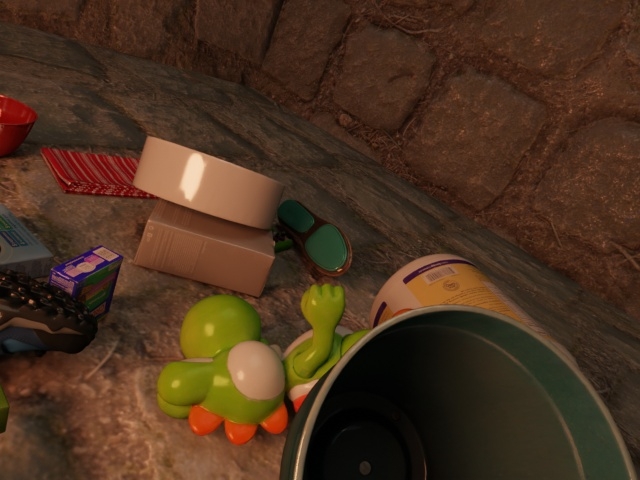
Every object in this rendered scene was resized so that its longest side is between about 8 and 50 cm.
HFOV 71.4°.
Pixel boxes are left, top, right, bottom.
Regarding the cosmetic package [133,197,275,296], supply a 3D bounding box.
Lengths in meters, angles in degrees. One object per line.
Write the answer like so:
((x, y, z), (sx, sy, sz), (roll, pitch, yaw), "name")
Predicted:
((-0.212, 0.011, 0.854), (0.237, 0.107, 0.127), (21, 21, -16), "cosmetic package")

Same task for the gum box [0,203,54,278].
((-0.511, 0.010, 0.625), (0.157, 0.041, 0.184), (35, 24, 22), "gum box")

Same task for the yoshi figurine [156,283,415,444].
((-0.040, 0.144, 0.626), (0.361, 0.204, 0.203), (0, 10, -23), "yoshi figurine")

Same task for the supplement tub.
((0.246, 0.201, 0.720), (0.240, 0.241, 0.331), (12, 26, -28), "supplement tub")

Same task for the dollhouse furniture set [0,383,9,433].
((-0.370, 0.162, 0.388), (0.151, 0.076, 0.058), (-1, 33, -49), "dollhouse furniture set")

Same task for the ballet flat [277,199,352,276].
((0.000, 0.000, 1.102), (0.106, 0.107, 0.316), (51, 0, -45), "ballet flat")

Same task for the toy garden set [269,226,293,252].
((-0.207, -0.050, 1.058), (0.244, 0.049, 0.203), (35, 24, 22), "toy garden set")

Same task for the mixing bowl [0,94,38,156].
((-0.684, -0.230, 0.902), (0.181, 0.098, 0.181), (20, 23, -9), "mixing bowl")

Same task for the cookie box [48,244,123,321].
((-0.319, 0.072, 0.597), (0.040, 0.107, 0.092), (28, 23, 4), "cookie box")

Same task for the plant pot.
((0.079, 0.224, 0.416), (0.271, 0.255, 0.272), (6, 66, -14), "plant pot")

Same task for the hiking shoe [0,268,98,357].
((-0.400, 0.093, 0.456), (0.303, 0.132, 0.113), (16, 5, -30), "hiking shoe")

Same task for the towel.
((-0.479, -0.159, 1.047), (0.274, 0.031, 0.199), (-1, 33, -47), "towel")

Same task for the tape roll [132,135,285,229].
((-0.219, -0.113, 0.895), (0.286, 0.100, 0.286), (18, 4, -1), "tape roll")
